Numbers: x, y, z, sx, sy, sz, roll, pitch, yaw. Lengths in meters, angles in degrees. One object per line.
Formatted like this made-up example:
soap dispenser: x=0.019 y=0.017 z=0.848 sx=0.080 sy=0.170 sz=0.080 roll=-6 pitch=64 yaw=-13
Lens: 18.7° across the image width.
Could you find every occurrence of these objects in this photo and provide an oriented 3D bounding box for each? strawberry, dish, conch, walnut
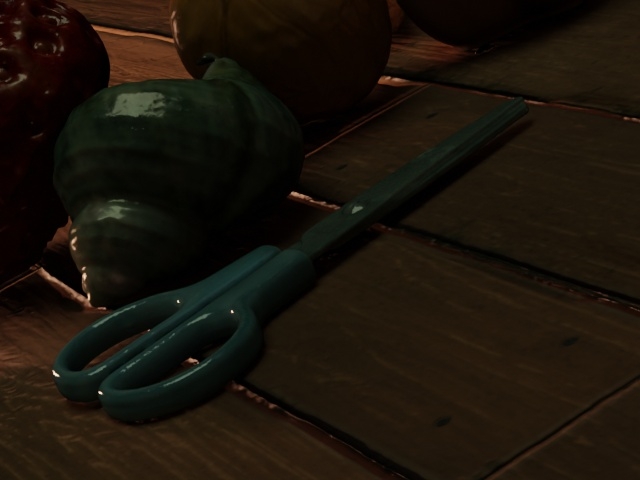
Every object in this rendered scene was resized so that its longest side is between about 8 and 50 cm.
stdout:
strawberry: x=-0.321 y=-0.108 z=1.693 sx=0.317 sy=0.295 sz=0.345 roll=-32 pitch=0 yaw=-32
dish: x=0.172 y=-0.243 z=1.826 sx=0.213 sy=0.090 sz=0.213 roll=-21 pitch=16 yaw=7
conch: x=-0.121 y=-0.061 z=1.587 sx=0.220 sy=0.195 sz=0.277 roll=-19 pitch=39 yaw=49
walnut: x=-0.034 y=-0.197 z=1.775 sx=0.195 sy=0.222 sz=0.195 roll=-8 pitch=63 yaw=17

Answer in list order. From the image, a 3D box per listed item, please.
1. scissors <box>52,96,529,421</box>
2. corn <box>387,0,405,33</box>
scissors: x=0.000 y=0.000 z=1.471 sx=0.447 sy=0.029 sz=0.192 roll=-35 pitch=22 yaw=-27
corn: x=0.042 y=-0.275 z=2.061 sx=0.097 sy=0.097 sz=0.320 roll=-22 pitch=21 yaw=5
